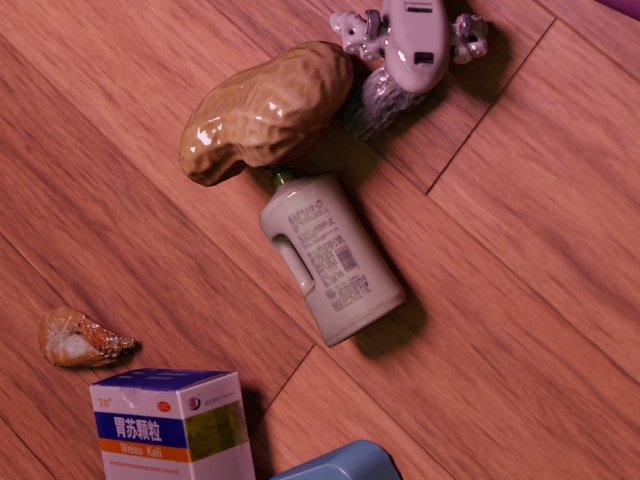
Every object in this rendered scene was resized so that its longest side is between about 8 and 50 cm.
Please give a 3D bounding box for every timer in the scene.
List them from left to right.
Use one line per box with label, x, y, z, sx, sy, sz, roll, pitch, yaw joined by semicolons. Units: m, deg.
timer;0.011;0.395;1.369;0.250;0.091;0.231;-31;84;35

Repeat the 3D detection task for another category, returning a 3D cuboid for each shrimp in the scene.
shrimp;-0.336;0.142;1.546;0.184;0.043;0.091;6;99;30

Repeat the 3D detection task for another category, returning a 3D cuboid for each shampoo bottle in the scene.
shampoo bottle;0.000;0.000;1.294;0.118;0.087;0.234;-34;82;31

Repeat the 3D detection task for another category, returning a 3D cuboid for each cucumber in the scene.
cucumber;0.070;-0.160;1.234;0.112;0.064;0.064;-40;79;30

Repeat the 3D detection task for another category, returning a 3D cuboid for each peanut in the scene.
peanut;-0.068;-0.144;1.253;0.233;0.196;0.110;-14;117;36

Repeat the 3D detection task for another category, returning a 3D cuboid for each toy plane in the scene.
toy plane;0.097;-0.231;1.162;0.174;0.174;0.080;46;155;15

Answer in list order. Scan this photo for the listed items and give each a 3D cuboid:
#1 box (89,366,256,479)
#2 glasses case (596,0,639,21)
box;-0.183;0.323;1.429;0.200;0.106;0.299;-5;97;45
glasses case;0.296;-0.292;1.066;0.316;0.076;0.123;32;113;21
